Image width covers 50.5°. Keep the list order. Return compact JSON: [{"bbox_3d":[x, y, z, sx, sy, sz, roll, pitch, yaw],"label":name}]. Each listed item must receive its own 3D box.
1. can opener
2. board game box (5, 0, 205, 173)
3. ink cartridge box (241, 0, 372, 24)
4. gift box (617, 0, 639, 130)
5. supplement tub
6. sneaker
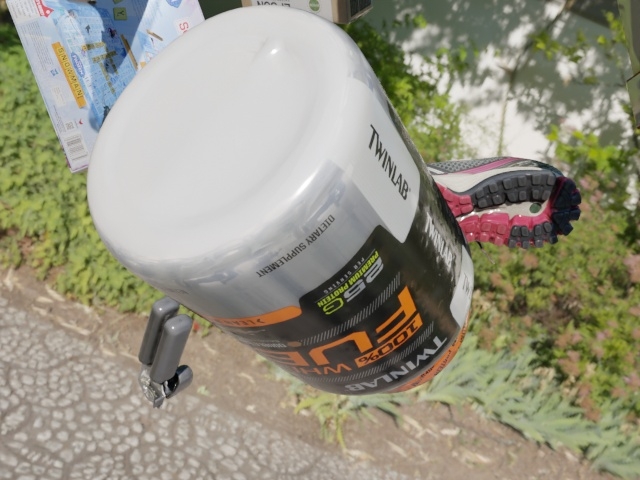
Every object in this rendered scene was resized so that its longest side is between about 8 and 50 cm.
[{"bbox_3d":[-0.249,0.187,1.131,0.095,0.283,0.076,-22,62,-38],"label":"can opener"},{"bbox_3d":[-0.348,-0.320,1.227,0.318,0.319,0.066,-19,5,-7],"label":"board game box"},{"bbox_3d":[-0.037,-0.483,1.163,0.234,0.193,0.088,15,42,30],"label":"ink cartridge box"},{"bbox_3d":[0.382,-0.215,0.469,0.276,0.258,0.255,-9,-5,3],"label":"gift box"},{"bbox_3d":[0.000,0.000,0.546,0.207,0.207,0.338,38,-4,38],"label":"supplement tub"},{"bbox_3d":[0.151,-0.041,0.827,0.299,0.121,0.112,0,24,3],"label":"sneaker"}]
